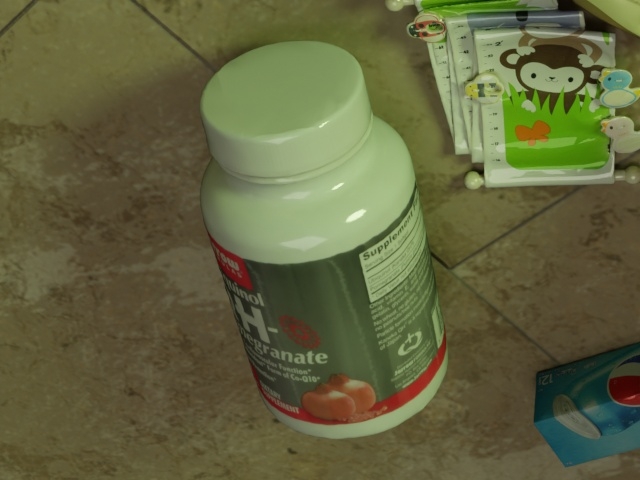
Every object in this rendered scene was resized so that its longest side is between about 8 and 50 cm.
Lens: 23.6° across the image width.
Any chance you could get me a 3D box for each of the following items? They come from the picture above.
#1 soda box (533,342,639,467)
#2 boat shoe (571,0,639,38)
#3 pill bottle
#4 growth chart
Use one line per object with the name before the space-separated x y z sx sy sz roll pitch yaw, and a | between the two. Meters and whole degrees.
soda box | 0.305 0.139 1.408 0.210 0.067 0.071 -20 125 26
boat shoe | 0.160 -0.242 1.067 0.341 0.122 0.110 18 129 -19
pill bottle | 0.000 0.000 1.270 0.176 0.176 0.318 -3 131 14
growth chart | 0.166 -0.121 1.222 0.172 0.021 0.237 -7 136 19
